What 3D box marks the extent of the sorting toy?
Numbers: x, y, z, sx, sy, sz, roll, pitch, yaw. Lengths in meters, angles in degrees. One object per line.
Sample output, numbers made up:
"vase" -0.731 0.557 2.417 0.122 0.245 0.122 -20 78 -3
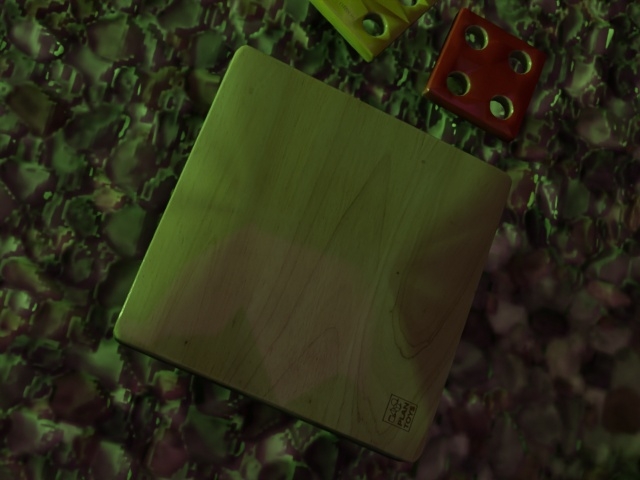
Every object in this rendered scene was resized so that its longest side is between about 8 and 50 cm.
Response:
"sorting toy" 0.000 0.000 0.443 0.132 0.046 0.274 24 73 -11
